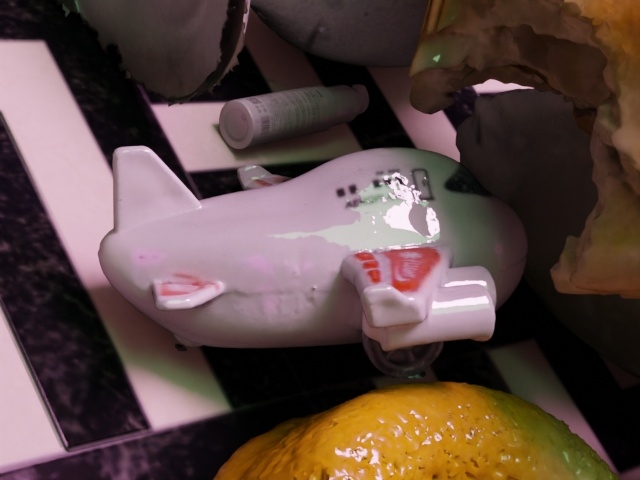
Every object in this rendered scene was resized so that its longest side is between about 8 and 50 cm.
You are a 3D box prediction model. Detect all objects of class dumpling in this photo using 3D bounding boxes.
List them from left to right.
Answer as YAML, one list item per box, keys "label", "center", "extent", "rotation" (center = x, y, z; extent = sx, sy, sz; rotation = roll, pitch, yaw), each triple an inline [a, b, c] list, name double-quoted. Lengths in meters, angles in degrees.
- label: "dumpling"
  center: [0.278, 0.010, 0.942]
  extent: [0.321, 0.270, 0.211]
  rotation: [3, 92, -28]

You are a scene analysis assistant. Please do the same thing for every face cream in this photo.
- label: "face cream"
  center: [-0.013, -0.090, 0.932]
  extent: [0.130, 0.034, 0.034]
  rotation: [-18, 67, -46]

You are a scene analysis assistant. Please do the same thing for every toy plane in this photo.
- label: "toy plane"
  center: [0.000, 0.004, 0.762]
  extent: [0.252, 0.118, 0.252]
  rotation: [4, 16, -1]

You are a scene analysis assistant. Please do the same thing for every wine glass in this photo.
- label: "wine glass"
  center: [0.005, -0.203, 0.942]
  extent: [0.357, 0.190, 0.190]
  rotation: [-18, 67, -42]

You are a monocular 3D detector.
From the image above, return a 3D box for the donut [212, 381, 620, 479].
- label: "donut"
  center: [0.073, 0.185, 0.691]
  extent: [0.278, 0.108, 0.277]
  rotation: [23, 42, -22]

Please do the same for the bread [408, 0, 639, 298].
- label: "bread"
  center: [0.196, -0.136, 0.741]
  extent: [0.314, 0.191, 0.370]
  rotation: [6, 60, 17]
